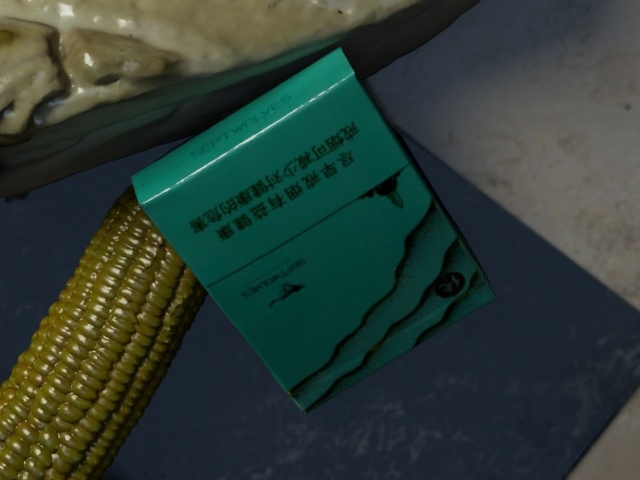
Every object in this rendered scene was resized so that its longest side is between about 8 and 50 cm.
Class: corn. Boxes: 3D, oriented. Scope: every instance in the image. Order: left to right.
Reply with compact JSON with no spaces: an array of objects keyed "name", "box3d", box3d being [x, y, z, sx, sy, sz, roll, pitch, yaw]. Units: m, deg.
[{"name":"corn","box3d":[-0.152,0.080,1.310,0.102,0.102,0.313,34,96,-3]}]

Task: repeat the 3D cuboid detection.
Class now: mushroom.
[{"name":"mushroom","box3d":[-0.087,-0.224,1.238,0.397,0.224,0.314,-17,82,-4]}]

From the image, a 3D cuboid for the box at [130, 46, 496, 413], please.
[{"name":"box","box3d":[0.000,0.000,1.270,0.161,0.042,0.226,-31,129,6]}]
